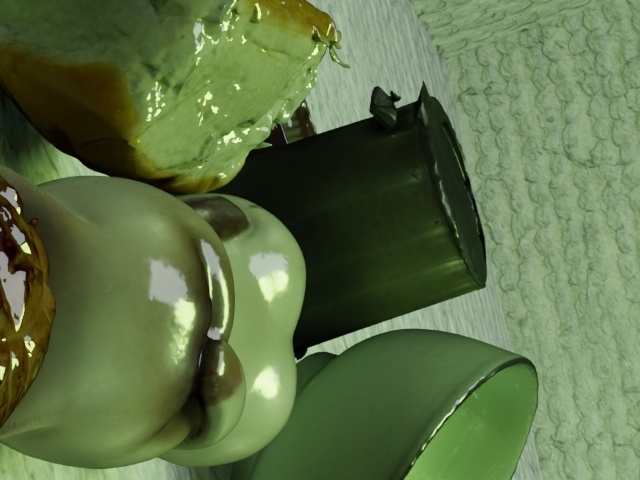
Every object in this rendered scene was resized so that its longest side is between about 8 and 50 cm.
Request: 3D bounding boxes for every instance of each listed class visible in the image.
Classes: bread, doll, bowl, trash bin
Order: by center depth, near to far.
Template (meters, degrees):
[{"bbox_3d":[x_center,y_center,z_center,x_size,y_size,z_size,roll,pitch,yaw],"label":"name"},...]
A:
[{"bbox_3d":[-0.133,0.062,1.257,0.370,0.226,0.215,2,105,-80],"label":"doll"},{"bbox_3d":[-0.154,-0.171,1.379,0.250,0.225,0.279,41,7,21],"label":"bread"},{"bbox_3d":[0.037,0.224,1.628,0.185,0.354,0.354,29,-3,23],"label":"bowl"},{"bbox_3d":[0.000,0.000,1.661,0.203,0.301,0.252,-84,152,-60],"label":"trash bin"}]

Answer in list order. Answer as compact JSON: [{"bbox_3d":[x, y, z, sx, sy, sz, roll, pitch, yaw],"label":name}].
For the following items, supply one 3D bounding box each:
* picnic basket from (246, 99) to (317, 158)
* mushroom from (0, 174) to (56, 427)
[{"bbox_3d":[-0.094,-0.148,1.857,0.222,0.129,0.297,-37,109,-77],"label":"picnic basket"},{"bbox_3d":[-0.259,0.014,0.966,0.253,0.153,0.253,49,26,-35],"label":"mushroom"}]
